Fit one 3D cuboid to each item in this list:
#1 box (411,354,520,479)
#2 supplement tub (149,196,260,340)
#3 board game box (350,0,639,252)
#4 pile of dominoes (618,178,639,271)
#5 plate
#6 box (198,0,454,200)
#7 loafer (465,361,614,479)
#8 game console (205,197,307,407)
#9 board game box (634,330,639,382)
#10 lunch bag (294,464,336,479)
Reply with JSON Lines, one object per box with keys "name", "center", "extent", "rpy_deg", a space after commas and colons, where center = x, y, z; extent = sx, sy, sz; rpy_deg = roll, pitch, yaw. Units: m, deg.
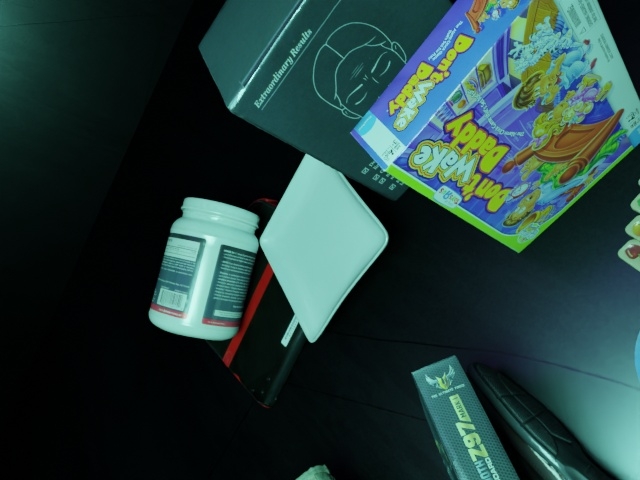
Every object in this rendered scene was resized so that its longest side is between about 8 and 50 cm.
{"name": "box", "center": [0.179, 0.261, 0.538], "extent": [0.059, 0.233, 0.183], "rpy_deg": [-22, 55, 2]}
{"name": "supplement tub", "center": [-0.242, 0.062, 0.980], "extent": [0.191, 0.191, 0.272], "rpy_deg": [7, 81, 46]}
{"name": "board game box", "center": [0.234, -0.130, 0.542], "extent": [0.233, 0.347, 0.078], "rpy_deg": [-49, 47, 21]}
{"name": "pile of dominoes", "center": [0.463, -0.055, 0.508], "extent": [0.196, 0.040, 0.251], "rpy_deg": [17, 87, 47]}
{"name": "plate", "center": [0.000, 0.000, 0.857], "extent": [0.278, 0.045, 0.277], "rpy_deg": [-58, 46, 32]}
{"name": "box", "center": [0.061, -0.288, 0.741], "extent": [0.293, 0.395, 0.212], "rpy_deg": [-47, 48, 21]}
{"name": "loafer", "center": [0.268, 0.277, 0.534], "extent": [0.302, 0.109, 0.095], "rpy_deg": [45, 112, 41]}
{"name": "game console", "center": [-0.125, 0.118, 1.031], "extent": [0.342, 0.060, 0.387], "rpy_deg": [31, 98, 41]}
{"name": "board game box", "center": [0.432, 0.135, 0.474], "extent": [0.168, 0.033, 0.133], "rpy_deg": [-27, 62, 42]}
{"name": "lunch bag", "center": [0.000, 0.515, 0.663], "extent": [0.235, 0.168, 0.287], "rpy_deg": [47, 113, 44]}
